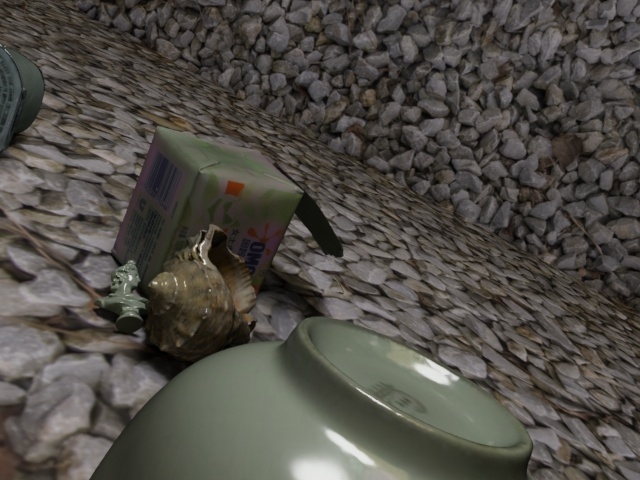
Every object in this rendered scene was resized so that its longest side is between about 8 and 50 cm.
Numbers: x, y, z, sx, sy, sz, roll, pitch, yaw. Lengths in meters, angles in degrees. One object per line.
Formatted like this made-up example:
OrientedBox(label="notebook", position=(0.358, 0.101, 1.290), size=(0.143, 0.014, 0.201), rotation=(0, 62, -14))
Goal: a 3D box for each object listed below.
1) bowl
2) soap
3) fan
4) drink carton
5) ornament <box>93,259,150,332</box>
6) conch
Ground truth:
OrientedBox(label="bowl", position=(0.025, 0.175, 0.393), size=(0.353, 0.185, 0.354), rotation=(24, 6, -3))
OrientedBox(label="soap", position=(-0.153, -0.027, 0.774), size=(0.182, 0.200, 0.138), rotation=(7, 24, -46))
OrientedBox(label="fan", position=(0.001, -0.001, 0.905), size=(0.182, 0.010, 0.310), rotation=(45, -13, 39))
OrientedBox(label="drink carton", position=(-0.528, -0.223, 0.863), size=(0.190, 0.186, 0.189), rotation=(21, 8, -12))
OrientedBox(label="ornament", position=(-0.229, 0.069, 0.666), size=(0.092, 0.041, 0.068), rotation=(48, 30, 24))
OrientedBox(label="conch", position=(-0.124, 0.066, 0.660), size=(0.130, 0.156, 0.207), rotation=(16, -9, 34))
